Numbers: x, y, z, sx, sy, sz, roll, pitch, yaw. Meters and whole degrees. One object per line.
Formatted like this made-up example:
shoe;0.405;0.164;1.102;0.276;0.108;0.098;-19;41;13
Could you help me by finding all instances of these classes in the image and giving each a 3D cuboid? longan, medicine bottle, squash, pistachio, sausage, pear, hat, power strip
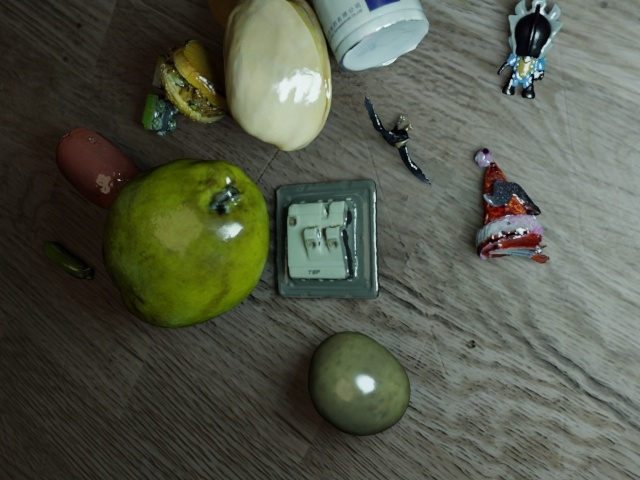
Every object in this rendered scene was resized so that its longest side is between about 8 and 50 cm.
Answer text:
longan;0.071;0.287;1.325;0.220;0.196;0.196;48;113;21
medicine bottle;0.062;-0.516;1.275;0.190;0.190;0.332;-26;82;27
squash;-0.694;0.057;1.802;0.183;0.052;0.052;31;107;20
pistachio;-0.087;-0.340;1.341;0.238;0.229;0.321;-10;92;34
sausage;-0.549;-0.173;1.650;0.279;0.152;0.152;39;110;21
pear;-0.282;0.003;1.418;0.413;0.352;0.352;-37;76;32
hat;0.339;-0.070;1.219;0.140;0.129;0.227;-5;70;-11
power strip;-0.001;0.002;1.400;0.257;0.092;0.251;-2;96;32

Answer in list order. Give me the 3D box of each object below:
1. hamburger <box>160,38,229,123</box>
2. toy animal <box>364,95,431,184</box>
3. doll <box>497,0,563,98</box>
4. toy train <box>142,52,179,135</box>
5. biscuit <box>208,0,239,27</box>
hamburger;-0.274;-0.356;1.471;0.118;0.182;0.191;-35;93;21
toy animal;0.151;-0.201;1.300;0.062;0.108;0.220;-33;113;22
doll;0.377;-0.357;1.186;0.096;0.070;0.195;14;108;15
toy train;-0.377;-0.356;1.596;0.081;0.060;0.202;21;101;32
biscuit;-0.157;-0.612;1.473;0.202;0.044;0.289;34;110;22
